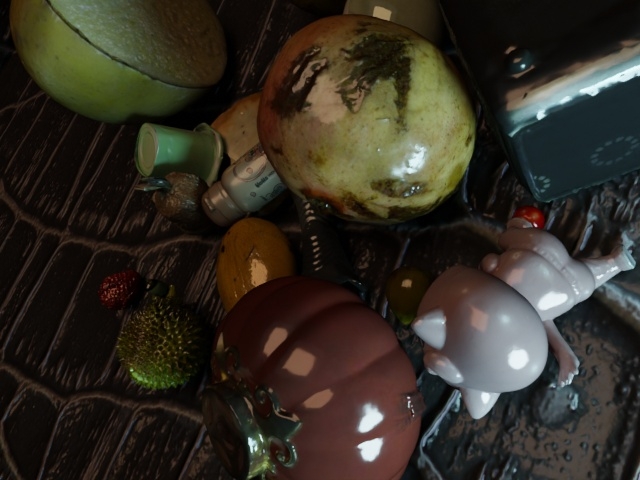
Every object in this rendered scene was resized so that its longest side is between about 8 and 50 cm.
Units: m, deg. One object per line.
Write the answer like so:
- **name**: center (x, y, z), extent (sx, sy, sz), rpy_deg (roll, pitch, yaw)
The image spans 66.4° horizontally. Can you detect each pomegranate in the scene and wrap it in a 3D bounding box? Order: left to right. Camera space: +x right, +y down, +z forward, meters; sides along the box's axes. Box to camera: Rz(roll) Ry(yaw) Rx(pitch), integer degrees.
- **pomegranate**: center (0.065, -0.165, 0.721), extent (0.322, 0.322, 0.322), rpy_deg (-14, 62, 28)

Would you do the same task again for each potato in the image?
- **potato**: center (-0.481, -0.449, 1.139), extent (0.319, 0.442, 0.385), rpy_deg (-29, 67, 35)

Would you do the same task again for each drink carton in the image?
- **drink carton**: center (-0.312, -0.189, 1.058), extent (0.146, 0.142, 0.144), rpy_deg (40, 115, 41)

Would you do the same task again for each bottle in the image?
- **bottle**: center (-0.121, -0.109, 0.902), extent (0.209, 0.110, 0.097), rpy_deg (-36, 76, 10)

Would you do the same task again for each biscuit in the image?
- **biscuit**: center (-0.116, -0.205, 1.026), extent (0.204, 0.040, 0.309), rpy_deg (-43, 55, 12)

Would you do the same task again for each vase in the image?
- **vase**: center (0.000, 0.000, 0.825), extent (0.115, 0.115, 0.237), rpy_deg (-27, 52, 20)

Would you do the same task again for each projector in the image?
- **projector**: center (0.374, -0.320, 0.633), extent (0.395, 0.242, 0.405), rpy_deg (-23, 57, 24)

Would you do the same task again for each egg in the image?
- **egg**: center (0.125, -0.360, 0.849), extent (0.183, 0.183, 0.217), rpy_deg (-13, 55, 28)

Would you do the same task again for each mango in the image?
- **mango**: center (-0.106, 0.072, 0.850), extent (0.157, 0.109, 0.262), rpy_deg (-32, 56, 12)

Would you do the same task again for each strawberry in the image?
- **strawberry**: center (-0.437, 0.106, 1.076), extent (0.083, 0.083, 0.096), rpy_deg (30, 80, 39)

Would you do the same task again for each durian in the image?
- **durian**: center (-0.286, 0.186, 0.898), extent (0.159, 0.146, 0.198), rpy_deg (-50, 36, 3)

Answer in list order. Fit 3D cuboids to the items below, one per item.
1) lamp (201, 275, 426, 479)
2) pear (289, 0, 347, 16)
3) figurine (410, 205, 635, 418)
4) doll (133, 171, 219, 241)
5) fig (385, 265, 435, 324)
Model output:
- **lamp**: center (-0.013, 0.194, 0.633), extent (0.303, 0.257, 0.303), rpy_deg (26, 124, 46)
- **pear**: center (0.029, -0.601, 0.978), extent (0.280, 0.280, 0.281), rpy_deg (-14, 62, 28)
- **figurine**: center (0.239, 0.080, 0.618), extent (0.287, 0.186, 0.176), rpy_deg (-44, 89, -16)
- **doll**: center (-0.264, -0.079, 0.956), extent (0.115, 0.221, 0.105), rpy_deg (38, 81, 26)
- **fig**: center (0.130, 0.080, 0.718), extent (0.074, 0.074, 0.088), rpy_deg (20, 107, 38)
